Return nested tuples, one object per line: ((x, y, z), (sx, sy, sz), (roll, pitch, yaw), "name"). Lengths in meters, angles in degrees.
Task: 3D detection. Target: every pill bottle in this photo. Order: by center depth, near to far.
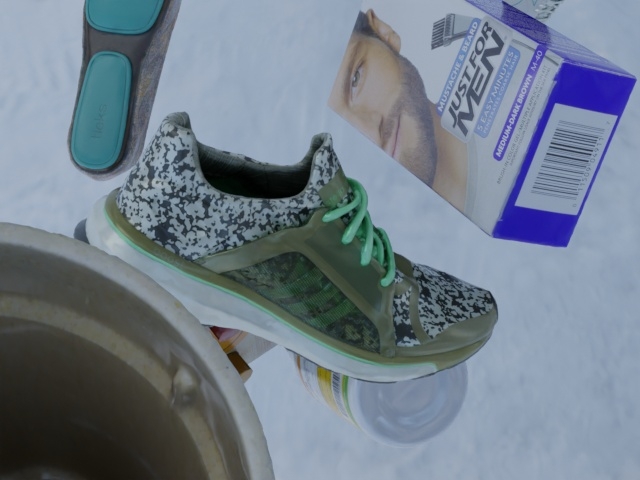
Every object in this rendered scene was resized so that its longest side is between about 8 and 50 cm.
((0.051, 0.134, 1.646), (0.136, 0.245, 0.136), (-4, 101, -22), "pill bottle")

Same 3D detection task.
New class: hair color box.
((0.151, -0.150, 1.503), (0.110, 0.339, 0.185), (8, 111, -32), "hair color box")

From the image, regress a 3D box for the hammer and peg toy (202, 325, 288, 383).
((-0.113, 0.081, 1.665), (0.266, 0.361, 0.127), (-32, 68, -15), "hammer and peg toy")

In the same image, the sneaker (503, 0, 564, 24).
((0.234, -0.264, 1.574), (0.053, 0.061, 0.152), (-13, 128, -33), "sneaker")

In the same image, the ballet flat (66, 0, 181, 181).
((-0.219, -0.222, 1.683), (0.107, 0.106, 0.316), (16, 90, 14), "ballet flat")

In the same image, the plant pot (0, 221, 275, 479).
((-0.194, 0.199, 0.860), (0.333, 0.305, 0.334), (1, 68, -2), "plant pot")

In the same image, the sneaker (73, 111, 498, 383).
((0.000, 0.000, 1.314), (0.410, 0.158, 0.182), (15, 120, -24), "sneaker")
